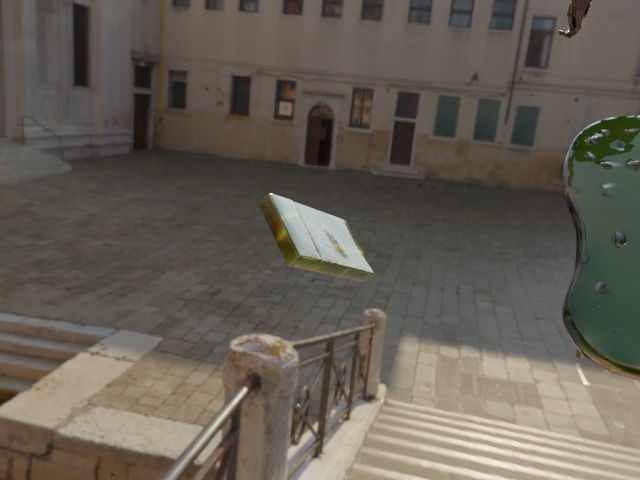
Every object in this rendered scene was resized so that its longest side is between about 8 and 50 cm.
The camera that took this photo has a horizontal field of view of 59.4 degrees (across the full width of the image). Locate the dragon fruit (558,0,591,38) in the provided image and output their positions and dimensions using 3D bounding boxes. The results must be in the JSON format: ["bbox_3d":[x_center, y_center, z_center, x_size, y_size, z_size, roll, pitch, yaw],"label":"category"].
[{"bbox_3d":[0.549,-0.522,1.131,0.125,0.246,0.125,24,6,5],"label":"dragon fruit"}]

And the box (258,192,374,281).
[{"bbox_3d":[0.000,0.000,1.291,0.311,0.043,0.173,17,40,-53],"label":"box"}]

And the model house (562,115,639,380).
[{"bbox_3d":[0.319,0.032,0.479,0.207,0.154,0.294,0,46,24],"label":"model house"}]
